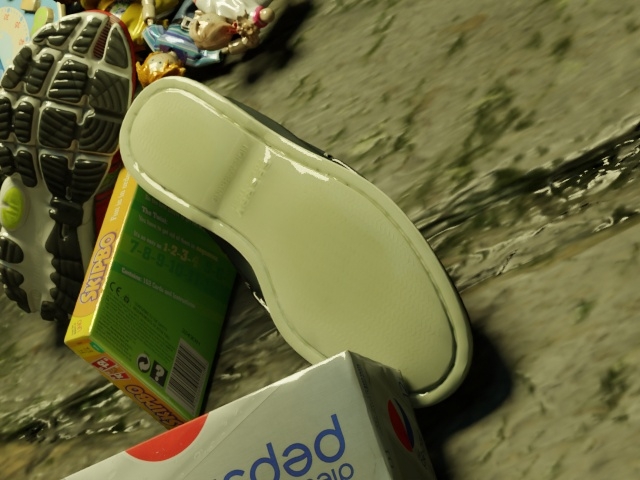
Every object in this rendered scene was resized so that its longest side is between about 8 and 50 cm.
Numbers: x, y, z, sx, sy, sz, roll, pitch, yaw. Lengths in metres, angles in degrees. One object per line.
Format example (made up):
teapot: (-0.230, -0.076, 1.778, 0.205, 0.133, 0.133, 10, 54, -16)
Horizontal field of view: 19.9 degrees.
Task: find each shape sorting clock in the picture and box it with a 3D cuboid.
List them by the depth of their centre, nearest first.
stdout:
shape sorting clock: (-0.319, -0.176, 1.782, 0.206, 0.040, 0.206, -12, 72, 42)

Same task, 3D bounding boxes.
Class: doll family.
doll family: (-0.135, -0.208, 1.669, 0.263, 0.118, 0.163, 21, 60, 29)

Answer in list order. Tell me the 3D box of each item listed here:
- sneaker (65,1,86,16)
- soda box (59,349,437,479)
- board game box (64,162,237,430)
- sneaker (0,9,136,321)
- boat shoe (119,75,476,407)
sneaker: (-0.275, -0.287, 1.847, 0.300, 0.111, 0.121, 2, 59, 44)
soda box: (-0.072, 0.175, 1.208, 0.286, 0.091, 0.098, -25, 69, 18)
board game box: (-0.114, 0.006, 1.407, 0.039, 0.124, 0.259, -15, 44, 35)
sneaker: (-0.201, -0.071, 1.470, 0.107, 0.279, 0.118, 20, 33, 6)
boat shoe: (-0.003, 0.003, 1.323, 0.340, 0.113, 0.127, 35, 97, 29)
